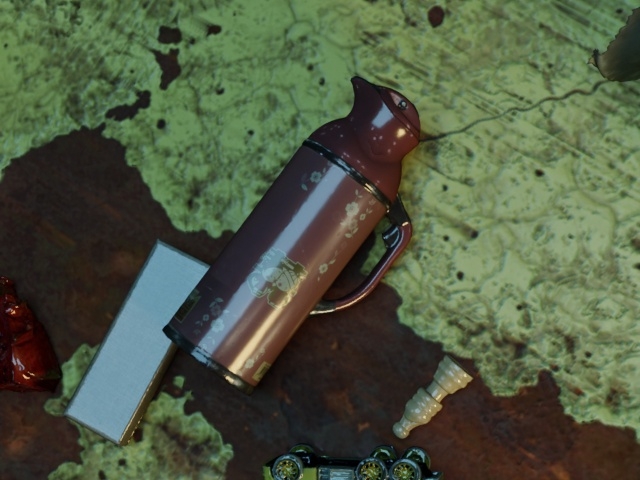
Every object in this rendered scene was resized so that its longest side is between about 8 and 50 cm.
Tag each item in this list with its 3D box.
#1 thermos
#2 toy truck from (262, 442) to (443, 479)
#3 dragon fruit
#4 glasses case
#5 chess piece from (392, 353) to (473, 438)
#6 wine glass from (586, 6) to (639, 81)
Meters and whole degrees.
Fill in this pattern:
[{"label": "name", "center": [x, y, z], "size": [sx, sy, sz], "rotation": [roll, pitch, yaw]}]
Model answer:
[{"label": "thermos", "center": [-0.004, -0.004, 1.364], "size": [0.136, 0.109, 0.330], "rotation": [35, 86, 20]}, {"label": "toy truck", "center": [0.032, 0.249, 1.316], "size": [0.168, 0.077, 0.100], "rotation": [0, 90, 11]}, {"label": "dragon fruit", "center": [-0.329, 0.096, 1.452], "size": [0.097, 0.063, 0.131], "rotation": [-8, 75, 13]}, {"label": "glasses case", "center": [-0.183, 0.105, 1.420], "size": [0.070, 0.047, 0.205], "rotation": [27, 85, 10]}, {"label": "chess piece", "center": [0.105, 0.155, 1.340], "size": [0.035, 0.035, 0.092], "rotation": [43, 94, 20]}, {"label": "wine glass", "center": [0.412, -0.104, 1.219], "size": [0.238, 0.238, 0.323], "rotation": [-36, 68, 4]}]
